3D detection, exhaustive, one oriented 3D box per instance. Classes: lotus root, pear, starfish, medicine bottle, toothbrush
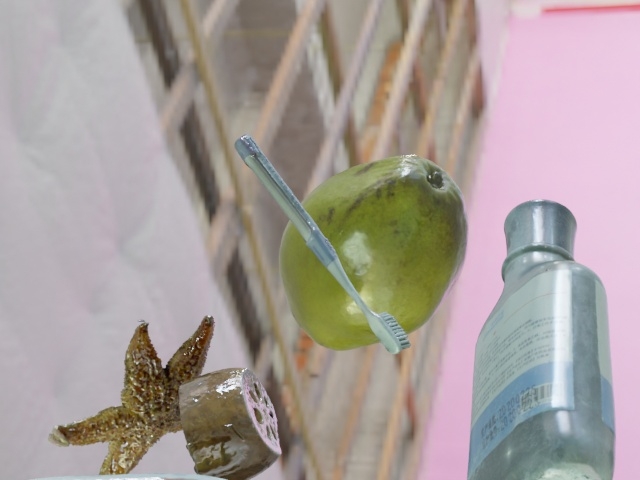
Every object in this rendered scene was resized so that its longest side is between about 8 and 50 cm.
[{"bbox_3d":[-0.094,0.183,1.429,0.122,0.081,0.112,-101,-15,-56],"label":"lotus root"},{"bbox_3d":[0.064,0.014,1.699,0.269,0.212,0.212,-54,1,28],"label":"pear"},{"bbox_3d":[-0.172,0.174,1.517,0.240,0.043,0.227,-7,-50,-42],"label":"starfish"},{"bbox_3d":[0.114,0.061,0.741,0.090,0.054,0.208,-56,16,40],"label":"medicine bottle"},{"bbox_3d":[0.000,0.000,1.086,0.019,0.219,0.016,-15,-32,-42],"label":"toothbrush"}]

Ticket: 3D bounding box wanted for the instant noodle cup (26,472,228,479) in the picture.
[{"bbox_3d":[-0.183,0.387,1.246,0.294,0.294,0.307,-28,-62,-72],"label":"instant noodle cup"}]
